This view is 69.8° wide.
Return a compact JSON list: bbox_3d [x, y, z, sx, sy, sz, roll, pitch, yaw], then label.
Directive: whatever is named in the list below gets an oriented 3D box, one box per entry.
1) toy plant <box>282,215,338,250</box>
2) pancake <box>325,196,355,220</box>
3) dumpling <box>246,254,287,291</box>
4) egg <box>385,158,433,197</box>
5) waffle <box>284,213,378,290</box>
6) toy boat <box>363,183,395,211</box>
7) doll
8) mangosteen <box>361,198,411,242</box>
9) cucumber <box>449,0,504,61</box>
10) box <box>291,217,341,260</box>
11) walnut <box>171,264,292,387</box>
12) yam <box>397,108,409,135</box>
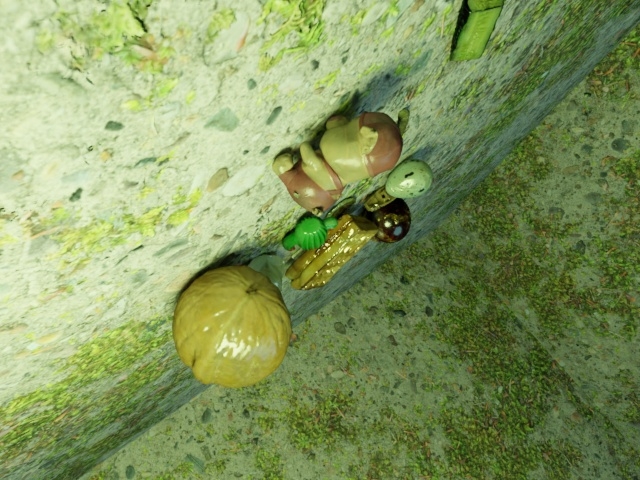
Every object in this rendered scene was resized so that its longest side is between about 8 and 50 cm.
[{"bbox_3d":[-0.041,-0.011,1.386,0.155,0.088,0.240,-17,168,-30],"label":"toy plant"},{"bbox_3d":[0.061,-0.095,1.508,0.129,0.022,0.116,-51,163,27],"label":"pancake"},{"bbox_3d":[-0.181,0.118,1.400,0.216,0.126,0.166,-16,131,-26],"label":"dumpling"},{"bbox_3d":[0.300,-0.202,1.550,0.164,0.131,0.131,-34,167,2],"label":"egg"},{"bbox_3d":[0.042,0.040,1.613,0.327,0.098,0.224,-46,163,20],"label":"waffle"},{"bbox_3d":[0.240,-0.168,1.634,0.206,0.064,0.072,-34,-178,-20],"label":"toy boat"},{"bbox_3d":[0.043,-0.169,0.931,0.256,0.152,0.196,-27,-157,19],"label":"doll"},{"bbox_3d":[0.238,-0.078,1.759,0.217,0.192,0.192,-10,178,23],"label":"mangosteen"},{"bbox_3d":[0.314,-0.445,0.948,0.078,0.062,0.211,-6,175,6],"label":"cucumber"},{"bbox_3d":[0.001,0.001,1.643,0.220,0.032,0.122,-39,166,6],"label":"box"},{"bbox_3d":[-0.228,0.229,1.182,0.333,0.332,0.333,-37,167,-10],"label":"walnut"},{"bbox_3d":[0.216,-0.304,1.210,0.033,0.027,0.129,-37,168,-2],"label":"yam"}]
